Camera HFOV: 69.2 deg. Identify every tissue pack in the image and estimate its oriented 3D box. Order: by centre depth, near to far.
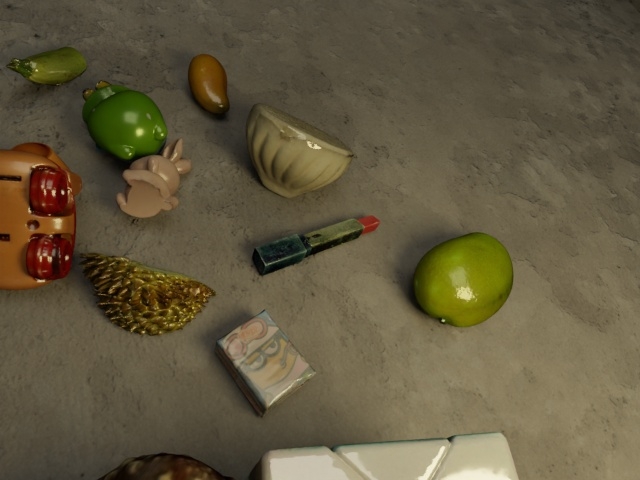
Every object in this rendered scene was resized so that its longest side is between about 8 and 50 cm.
[{"bbox_3d":[-0.103,0.221,0.846,0.116,0.065,0.155,-30,68,-32],"label":"tissue pack"}]

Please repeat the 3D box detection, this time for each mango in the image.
[{"bbox_3d":[0.325,0.081,1.012,0.273,0.149,0.185,-20,62,-32],"label":"mango"},{"bbox_3d":[-0.289,-0.402,1.206,0.102,0.085,0.183,-8,70,-25],"label":"mango"}]

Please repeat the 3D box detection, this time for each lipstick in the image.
[{"bbox_3d":[0.000,0.000,1.036,0.312,0.051,0.051,-19,63,-28],"label":"lipstick"}]

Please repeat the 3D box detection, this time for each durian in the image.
[{"bbox_3d":[-0.329,0.092,0.866,0.252,0.144,0.139,11,17,0],"label":"durian"}]

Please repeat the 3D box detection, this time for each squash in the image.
[{"bbox_3d":[-0.662,-0.411,1.112,0.090,0.075,0.200,42,32,-8],"label":"squash"}]

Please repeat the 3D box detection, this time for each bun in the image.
[{"bbox_3d":[-0.069,-0.189,1.085,0.263,0.175,0.263,26,17,-9],"label":"bun"}]

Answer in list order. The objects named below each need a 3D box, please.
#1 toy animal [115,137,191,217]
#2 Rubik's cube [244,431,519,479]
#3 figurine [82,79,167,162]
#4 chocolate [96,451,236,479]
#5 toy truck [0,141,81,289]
[{"bbox_3d":[-0.353,-0.135,0.999,0.125,0.124,0.212,13,34,-7],"label":"toy animal"},{"bbox_3d":[0.068,0.445,0.590,0.322,0.315,0.318,1,57,-14],"label":"Rubik's cube"},{"bbox_3d":[-0.452,-0.275,1.046,0.162,0.143,0.263,-35,60,-21],"label":"figurine"},{"bbox_3d":[-0.222,0.386,0.560,0.225,0.340,0.210,45,32,-12],"label":"chocolate"},{"bbox_3d":[-0.541,-0.050,0.854,0.189,0.239,0.264,3,97,-13],"label":"toy truck"}]
